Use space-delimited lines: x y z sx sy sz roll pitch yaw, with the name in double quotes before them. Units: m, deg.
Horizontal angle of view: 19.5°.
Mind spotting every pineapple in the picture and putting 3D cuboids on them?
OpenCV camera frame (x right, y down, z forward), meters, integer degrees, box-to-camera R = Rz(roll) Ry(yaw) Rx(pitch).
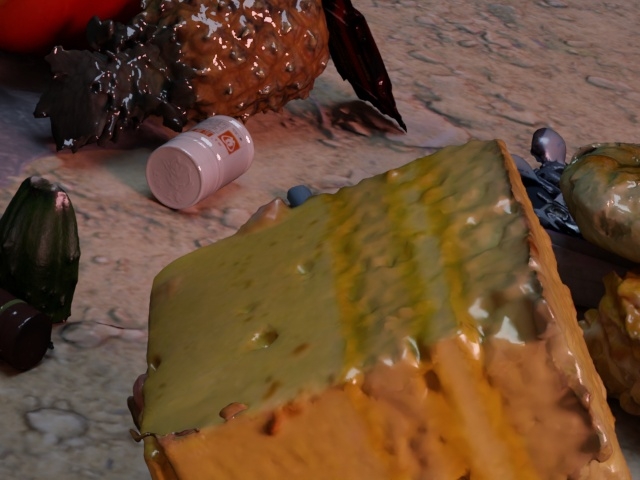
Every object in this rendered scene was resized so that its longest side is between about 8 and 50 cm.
"pineapple" -0.131 -0.152 1.610 0.279 0.157 0.158 -26 44 -33

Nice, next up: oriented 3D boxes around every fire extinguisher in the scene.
"fire extinguisher" -0.253 0.037 1.286 0.158 0.043 0.064 28 2 29

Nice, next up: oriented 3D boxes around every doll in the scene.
"doll" -0.238 -0.242 1.672 0.183 0.160 0.363 -22 -17 38

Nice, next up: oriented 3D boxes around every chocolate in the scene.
"chocolate" 0.032 -0.175 1.689 0.028 0.182 0.086 -36 44 -13

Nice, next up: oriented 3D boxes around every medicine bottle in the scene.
"medicine bottle" -0.098 -0.065 1.527 0.057 0.057 0.089 22 29 19

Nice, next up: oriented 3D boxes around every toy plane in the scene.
"toy plane" 0.264 -0.016 1.553 0.246 0.078 0.169 24 29 23

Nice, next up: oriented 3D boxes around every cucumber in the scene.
"cucumber" -0.202 0.008 1.292 0.067 0.107 0.035 25 36 21

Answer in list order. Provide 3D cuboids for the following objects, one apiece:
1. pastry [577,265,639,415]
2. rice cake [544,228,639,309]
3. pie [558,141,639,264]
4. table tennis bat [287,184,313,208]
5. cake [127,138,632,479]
"pastry" 0.312 0.077 1.365 0.250 0.102 0.154 2 16 -21
"rice cake" 0.171 0.012 1.490 0.270 0.055 0.049 16 23 13
"pie" 0.323 -0.018 1.397 0.306 0.071 0.306 6 15 -2
"table tennis bat" 0.000 0.000 1.485 0.100 0.019 0.155 2 30 -19
"cake" 0.012 0.115 1.009 0.286 0.222 0.227 -20 24 8
